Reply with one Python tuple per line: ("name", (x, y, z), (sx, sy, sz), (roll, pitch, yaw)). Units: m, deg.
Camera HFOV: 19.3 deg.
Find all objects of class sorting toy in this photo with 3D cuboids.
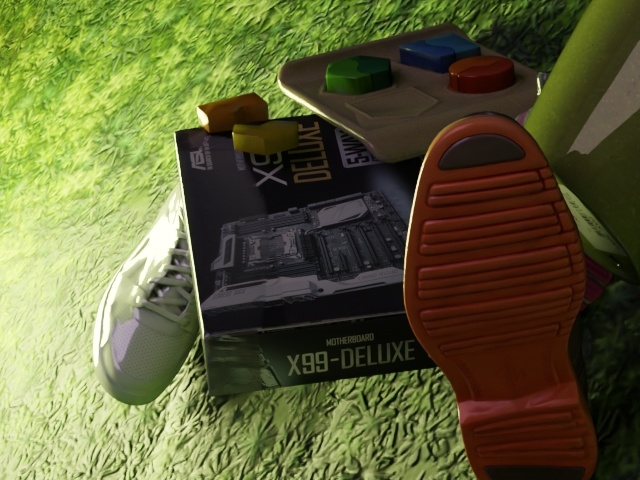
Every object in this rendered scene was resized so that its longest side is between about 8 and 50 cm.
("sorting toy", (0.052, -0.140, 1.780), (0.307, 0.041, 0.229), (-16, 29, -20))

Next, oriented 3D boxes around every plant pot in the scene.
("plant pot", (0.290, -0.116, 1.389), (0.293, 0.275, 0.275), (-43, 33, -6))

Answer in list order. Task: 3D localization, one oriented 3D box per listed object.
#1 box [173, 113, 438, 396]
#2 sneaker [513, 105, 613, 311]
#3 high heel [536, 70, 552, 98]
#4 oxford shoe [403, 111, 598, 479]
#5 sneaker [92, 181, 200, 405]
("box", (0.000, 0.000, 1.711), (0.242, 0.076, 0.307), (-6, 39, -4))
("sneaker", (0.191, -0.024, 1.619), (0.111, 0.103, 0.252), (-19, 37, 43))
("high heel", (0.281, -0.160, 1.558), (0.093, 0.186, 0.261), (5, 61, 51))
("oxford shoe", (0.132, 0.033, 1.400), (0.130, 0.364, 0.133), (-5, 42, 7))
("sneaker", (-0.139, 0.013, 1.892), (0.169, 0.108, 0.292), (127, 166, -60))
